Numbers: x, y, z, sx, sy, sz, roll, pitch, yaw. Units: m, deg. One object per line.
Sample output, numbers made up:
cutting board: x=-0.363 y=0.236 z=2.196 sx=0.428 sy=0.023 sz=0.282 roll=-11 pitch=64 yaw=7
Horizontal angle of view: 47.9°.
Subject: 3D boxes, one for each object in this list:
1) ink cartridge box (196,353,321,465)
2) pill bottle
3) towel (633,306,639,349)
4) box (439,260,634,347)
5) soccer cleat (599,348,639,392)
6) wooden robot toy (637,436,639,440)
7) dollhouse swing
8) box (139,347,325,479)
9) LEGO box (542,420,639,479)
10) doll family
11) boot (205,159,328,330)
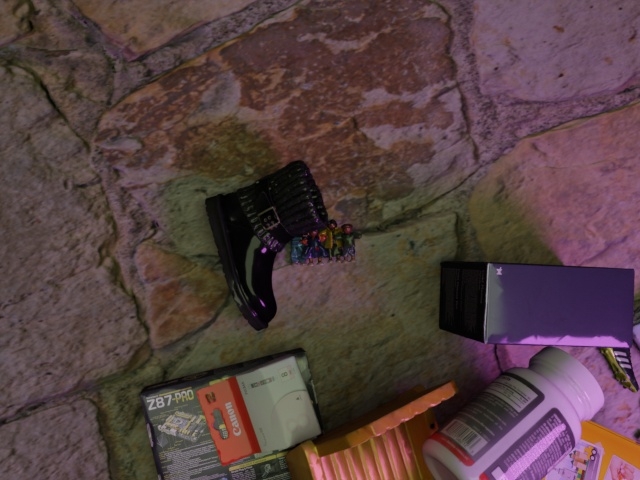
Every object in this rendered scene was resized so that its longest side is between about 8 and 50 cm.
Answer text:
ink cartridge box: x=-0.137 y=0.383 z=1.616 sx=0.232 sy=0.066 sz=0.189 roll=-20 pitch=91 yaw=-15
pill bottle: x=0.408 y=0.400 z=1.515 sx=0.363 sy=0.210 sz=0.210 roll=-36 pitch=94 yaw=-17
towel: x=1.013 y=0.230 z=1.870 sx=0.374 sy=0.090 sz=0.320 roll=-38 pitch=94 yaw=-7
box: x=0.486 y=0.142 z=1.678 sx=0.343 sy=0.312 sz=0.179 roll=2 pitch=88 yaw=-8
soccer cleat: x=0.772 y=0.306 z=1.847 sx=0.072 sy=0.060 sz=0.179 roll=-33 pitch=91 yaw=-9
wooden robot toy: x=0.866 y=0.443 z=1.861 sx=0.076 sy=0.079 sz=0.173 roll=10 pitch=113 yaw=-40
dollhouse swing: x=0.158 y=0.492 z=1.573 sx=0.346 sy=0.305 sz=0.315 roll=-18 pitch=91 yaw=-31
box: x=-0.191 y=0.452 z=1.677 sx=0.394 sy=0.097 sz=0.318 roll=-14 pitch=92 yaw=-9
LEGO box: x=0.543 y=0.661 z=1.632 sx=0.372 sy=0.193 sz=0.500 roll=25 pitch=65 yaw=3
doll family: x=0.000 y=0.000 z=1.729 sx=0.193 sy=0.076 sz=0.111 roll=-5 pitch=94 yaw=-6
boot: x=-0.096 y=0.012 z=1.651 sx=0.260 sy=0.131 sz=0.348 roll=-18 pitch=91 yaw=7
